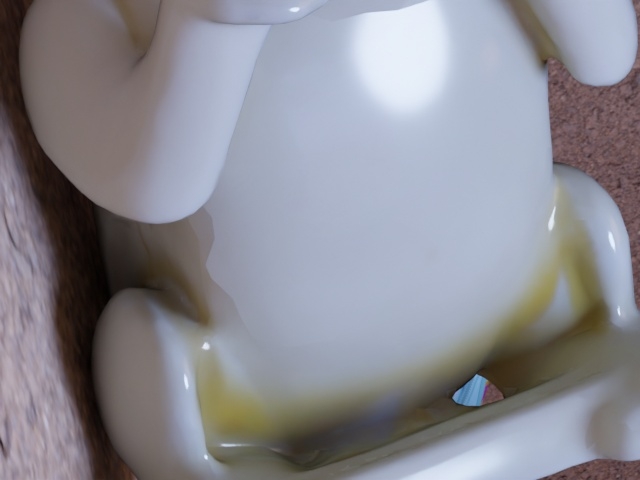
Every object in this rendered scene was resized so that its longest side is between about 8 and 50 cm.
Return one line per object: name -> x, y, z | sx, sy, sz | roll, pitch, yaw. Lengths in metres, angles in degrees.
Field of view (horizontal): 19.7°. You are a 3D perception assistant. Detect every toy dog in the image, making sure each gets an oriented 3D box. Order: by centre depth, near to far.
toy dog -> -0.005, -0.101, 0.826 | 0.395, 0.284, 0.408 | -131, -154, -75

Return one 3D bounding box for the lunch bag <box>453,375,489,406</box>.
lunch bag -> 0.048, 0.086, 1.367 | 0.279, 0.108, 0.224 | -89, -165, -60
